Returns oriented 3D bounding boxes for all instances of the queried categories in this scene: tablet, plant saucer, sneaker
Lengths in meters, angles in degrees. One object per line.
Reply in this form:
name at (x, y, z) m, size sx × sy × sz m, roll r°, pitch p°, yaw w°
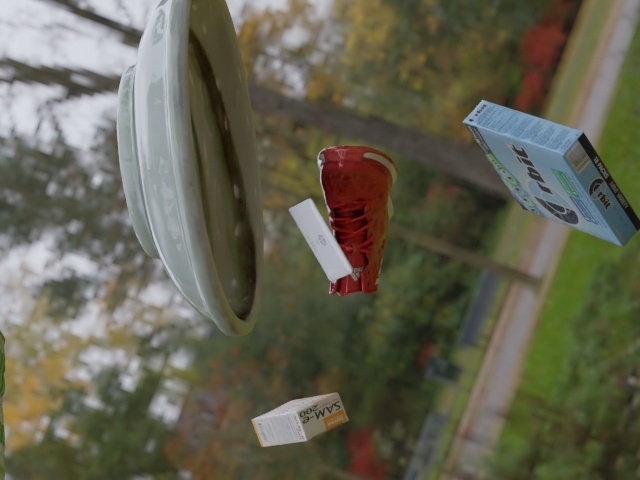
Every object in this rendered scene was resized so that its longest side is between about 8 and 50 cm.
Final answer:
tablet at (0.000, 0.000, 1.765) m, size 0.006 × 0.083 × 0.054 m, roll -33°, pitch 4°, yaw -26°
plant saucer at (-0.144, -0.089, 1.941) m, size 0.400 × 0.100 × 0.400 m, roll -7°, pitch -90°, yaw -83°
sneaker at (0.044, -0.012, 1.990) m, size 0.221 × 0.087 × 0.128 m, roll 60°, pitch -150°, yaw -65°

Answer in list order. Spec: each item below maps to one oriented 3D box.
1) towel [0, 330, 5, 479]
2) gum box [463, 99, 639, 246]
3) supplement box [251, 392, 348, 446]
towel at (-0.433, 0.153, 2.136) m, size 0.325 × 0.038 × 0.248 m, roll -101°, pitch -7°, yaw -47°
gum box at (0.266, -0.078, 2.082) m, size 0.041 × 0.157 × 0.184 m, roll -47°, pitch 35°, yaw -12°
supplement box at (-0.024, 0.200, 2.016) m, size 0.062 × 0.036 × 0.098 m, roll -23°, pitch 3°, yaw -35°
